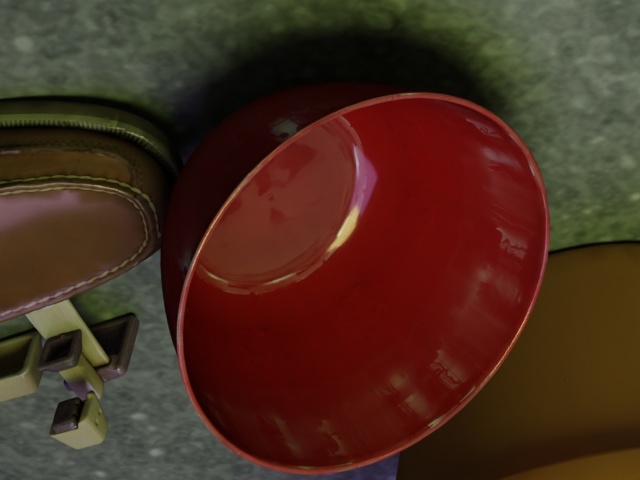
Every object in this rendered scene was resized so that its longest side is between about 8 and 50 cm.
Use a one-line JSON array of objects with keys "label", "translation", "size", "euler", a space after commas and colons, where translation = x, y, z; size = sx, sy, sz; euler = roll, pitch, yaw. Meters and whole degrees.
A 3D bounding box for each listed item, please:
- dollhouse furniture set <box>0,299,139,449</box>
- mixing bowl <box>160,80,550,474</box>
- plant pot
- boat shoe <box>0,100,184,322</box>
[{"label": "dollhouse furniture set", "translation": [-0.165, 0.057, 0.975], "size": [0.114, 0.091, 0.081], "euler": [-17, 126, 22]}, {"label": "mixing bowl", "translation": [0.000, 0.000, 0.858], "size": [0.181, 0.098, 0.181], "euler": [-15, 124, -24]}, {"label": "plant pot", "translation": [0.157, 0.138, 0.993], "size": [0.290, 0.203, 0.291], "euler": [-2, 144, -1]}, {"label": "boat shoe", "translation": [-0.209, 0.024, 0.884], "size": [0.307, 0.104, 0.111], "euler": [-13, 130, 11]}]
